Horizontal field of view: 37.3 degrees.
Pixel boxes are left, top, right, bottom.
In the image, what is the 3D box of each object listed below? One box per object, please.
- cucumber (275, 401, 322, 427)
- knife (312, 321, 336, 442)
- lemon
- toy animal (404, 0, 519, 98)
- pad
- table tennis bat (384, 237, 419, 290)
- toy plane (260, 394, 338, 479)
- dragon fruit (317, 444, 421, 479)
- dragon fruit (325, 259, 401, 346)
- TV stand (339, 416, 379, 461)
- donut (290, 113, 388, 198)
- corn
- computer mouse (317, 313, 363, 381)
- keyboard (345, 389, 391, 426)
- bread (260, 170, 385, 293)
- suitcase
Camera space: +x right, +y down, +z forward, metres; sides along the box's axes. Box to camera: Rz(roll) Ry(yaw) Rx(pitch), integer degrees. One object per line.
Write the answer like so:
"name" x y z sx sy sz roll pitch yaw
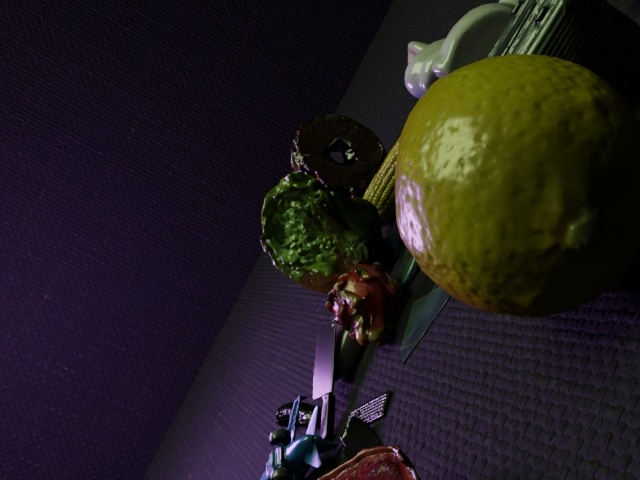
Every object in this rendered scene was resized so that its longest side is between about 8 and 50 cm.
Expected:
"cucumber" -0.041 0.360 1.948 0.058 0.052 0.215 -56 10 -18
"knife" 0.007 0.278 1.841 0.072 0.019 0.245 -36 42 47
"lemon" 0.235 -0.067 1.124 0.336 0.336 0.336 -57 12 19
"toy animal" 0.292 -0.350 1.877 0.241 0.196 0.367 -56 11 -13
"pad" 0.201 0.088 1.668 0.243 0.004 0.163 -57 12 16
"table tennis bat" 0.163 0.035 1.900 0.124 0.033 0.201 -62 15 11
"toy plane" -0.061 0.425 1.769 0.271 0.105 0.254 -48 32 39
"dragon fruit" 0.096 0.358 1.210 0.161 0.126 0.274 -53 19 -9
"dragon fruit" 0.085 0.125 1.790 0.150 0.133 0.207 -16 35 4
"TV stand" 0.074 0.348 1.495 0.049 0.040 0.256 -60 11 6
"donut" 0.046 -0.207 2.448 0.103 0.270 0.269 116 176 -55
"corn" 0.174 -0.143 2.131 0.244 0.093 0.093 -57 12 22
"computer mouse" 0.056 0.187 1.922 0.120 0.057 0.232 -21 43 61
"keyboard" 0.080 0.303 1.659 0.155 0.010 0.053 -44 22 55
"bread" 0.000 0.000 2.009 0.208 0.251 0.376 -63 -5 -4
"suitcase" 0.323 -0.202 1.345 0.312 0.202 0.128 -58 22 10
